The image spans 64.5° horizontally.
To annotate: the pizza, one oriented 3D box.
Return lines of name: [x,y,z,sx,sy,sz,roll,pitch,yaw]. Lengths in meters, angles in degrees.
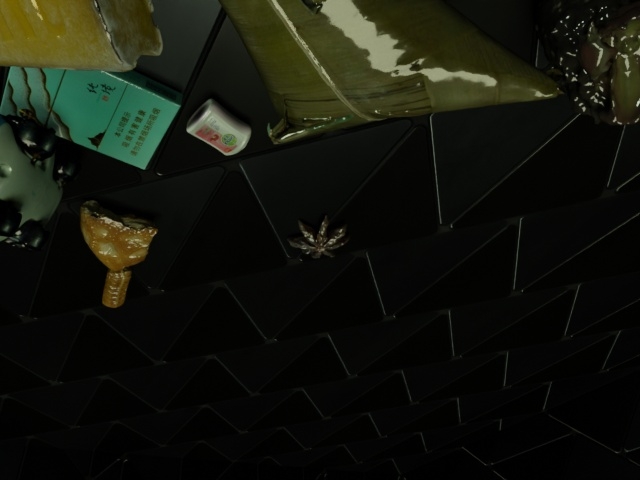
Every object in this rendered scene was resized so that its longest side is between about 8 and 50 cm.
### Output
pizza: [-0.403,-0.016,1.027,0.162,0.062,0.182,-6,137,11]

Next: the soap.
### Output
soap: [-0.332,-0.288,0.574,0.275,0.089,0.173,9,133,21]

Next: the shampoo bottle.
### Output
shampoo bottle: [-0.165,-0.184,0.853,0.072,0.043,0.099,-33,134,30]

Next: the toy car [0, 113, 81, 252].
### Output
toy car: [-0.511,-0.098,0.788,0.190,0.188,0.255,21,168,-7]

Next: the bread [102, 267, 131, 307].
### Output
bread: [-0.474,0.107,1.177,0.052,0.044,0.157,7,141,-25]

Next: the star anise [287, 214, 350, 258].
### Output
star anise: [0.001,0.000,1.108,0.141,0.042,0.141,-5,142,-4]

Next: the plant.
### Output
plant: [0.406,-0.270,0.680,0.178,0.233,0.204,-23,133,12]

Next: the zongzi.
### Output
zongzi: [0.042,-0.310,0.560,0.419,0.181,0.447,4,147,28]

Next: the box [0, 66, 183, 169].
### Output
box: [-0.356,-0.213,0.792,0.229,0.041,0.162,21,134,-29]
